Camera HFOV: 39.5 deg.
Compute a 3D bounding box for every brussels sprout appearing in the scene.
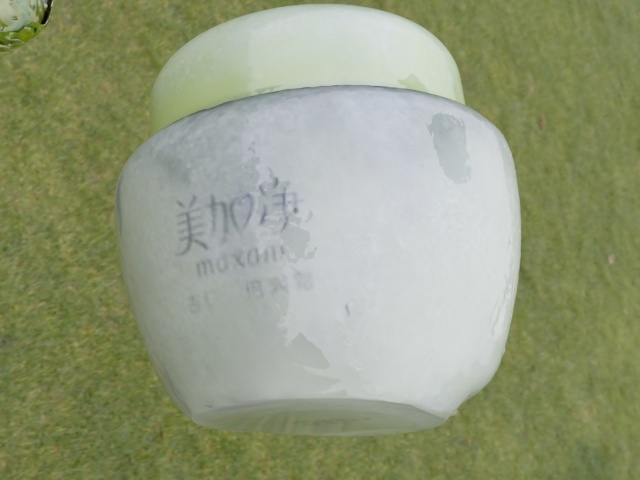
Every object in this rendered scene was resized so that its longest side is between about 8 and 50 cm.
[{"bbox_3d":[-0.153,-0.131,0.419,0.051,0.046,0.083,-31,122,-63],"label":"brussels sprout"}]

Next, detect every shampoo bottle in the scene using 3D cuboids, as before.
[{"bbox_3d":[0.000,0.000,0.721,0.322,0.322,0.317,9,70,-48],"label":"shampoo bottle"}]
